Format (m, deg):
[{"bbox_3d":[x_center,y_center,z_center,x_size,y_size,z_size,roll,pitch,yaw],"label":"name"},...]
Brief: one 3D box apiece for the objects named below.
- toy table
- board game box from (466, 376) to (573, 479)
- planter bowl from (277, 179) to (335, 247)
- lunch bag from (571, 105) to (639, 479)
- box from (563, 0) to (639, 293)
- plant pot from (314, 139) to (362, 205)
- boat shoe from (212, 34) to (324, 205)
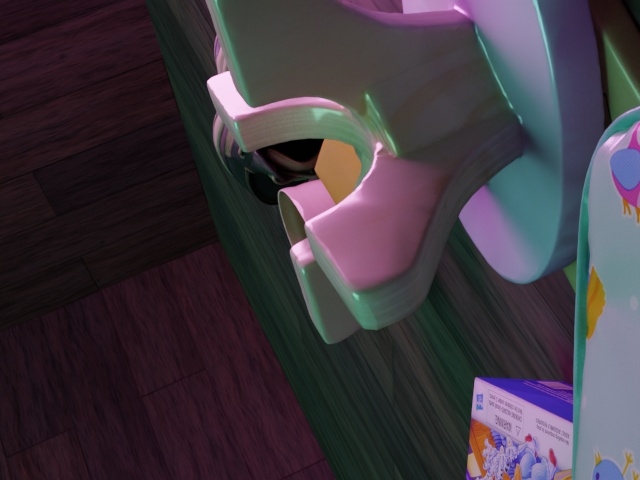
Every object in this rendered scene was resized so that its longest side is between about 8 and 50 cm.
[{"bbox_3d":[0.041,-0.066,0.494,0.252,0.161,0.274,-131,20,-60],"label":"toy table"},{"bbox_3d":[0.181,0.227,0.504,0.347,0.078,0.233,-175,89,-78],"label":"board game box"},{"bbox_3d":[0.036,0.000,0.919,0.162,0.109,0.162,157,90,-80],"label":"planter bowl"},{"bbox_3d":[0.158,0.079,0.251,0.224,0.108,0.279,165,111,-80],"label":"lunch bag"},{"bbox_3d":[0.141,-0.069,0.486,0.164,0.021,0.201,114,132,-76],"label":"box"},{"bbox_3d":[0.050,-0.076,0.781,0.083,0.082,0.081,97,149,-50],"label":"plant pot"},{"bbox_3d":[-0.055,-0.126,1.048,0.355,0.132,0.130,86,159,-64],"label":"boat shoe"}]
